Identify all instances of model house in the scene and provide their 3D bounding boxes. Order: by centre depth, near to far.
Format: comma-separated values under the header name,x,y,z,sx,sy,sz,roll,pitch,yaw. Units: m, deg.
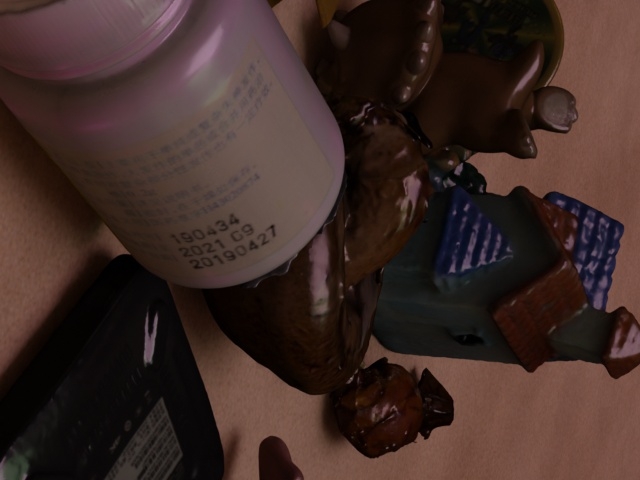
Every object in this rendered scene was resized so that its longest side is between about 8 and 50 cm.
name,x,y,z,sx,sy,sz,roll,pitch,yaw
model house,0.231,0.022,2.031,0.252,0.329,0.295,-69,153,-17

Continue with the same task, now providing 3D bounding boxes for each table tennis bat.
name,x,y,z,sx,sy,sz,roll,pitch,yaw
table tennis bat,0.137,-0.181,1.968,0.321,0.198,0.050,-50,165,-13

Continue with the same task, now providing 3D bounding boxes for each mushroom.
name,x,y,z,sx,sy,sz,roll,pitch,yaw
mushroom,-0.007,-0.011,1.683,0.283,0.195,0.263,-64,161,2

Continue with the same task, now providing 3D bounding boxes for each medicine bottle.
name,x,y,z,sx,sy,sz,roll,pitch,yaw
medicine bottle,-0.131,-0.134,1.373,0.213,0.213,0.379,-69,151,-24

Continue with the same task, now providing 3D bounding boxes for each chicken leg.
name,x,y,z,sx,sy,sz,roll,pitch,yaw
chicken leg,0.100,0.192,2.099,0.304,0.093,0.113,3,84,-68

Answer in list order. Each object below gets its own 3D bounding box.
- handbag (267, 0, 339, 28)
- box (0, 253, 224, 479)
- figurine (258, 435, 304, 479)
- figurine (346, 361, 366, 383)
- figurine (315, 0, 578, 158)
name,x,y,z,sx,sy,sz,roll,pitch,yaw
handbag,0.038,-0.428,1.740,0.283,0.133,0.401,79,32,-44
box,-0.187,0.197,1.523,0.290,0.073,0.289,-56,144,-41
figurine,-0.042,0.347,1.633,0.193,0.421,0.154,6,116,-25
figurine,-0.007,0.090,1.832,0.146,0.098,0.081,52,33,-53
figurine,0.121,-0.183,1.831,0.177,0.247,0.173,-35,124,-57
